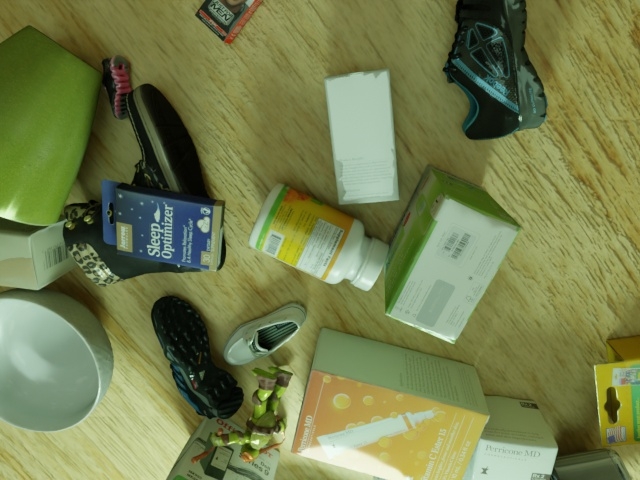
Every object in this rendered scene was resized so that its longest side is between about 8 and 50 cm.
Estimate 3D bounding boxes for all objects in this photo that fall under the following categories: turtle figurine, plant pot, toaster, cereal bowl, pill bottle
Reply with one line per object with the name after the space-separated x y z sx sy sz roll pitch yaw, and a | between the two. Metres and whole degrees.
-0.138 0.388 1.031 0.087 0.270 0.217 17 90 42 | turtle figurine
-0.540 -0.224 0.870 0.275 0.275 0.293 33 93 -4 | plant pot
0.548 0.509 0.991 0.147 0.129 0.227 -18 140 7 | toaster
-0.620 0.251 1.078 0.339 0.141 0.338 2 109 6 | cereal bowl
0.000 0.000 0.918 0.246 0.136 0.136 25 109 -2 | pill bottle

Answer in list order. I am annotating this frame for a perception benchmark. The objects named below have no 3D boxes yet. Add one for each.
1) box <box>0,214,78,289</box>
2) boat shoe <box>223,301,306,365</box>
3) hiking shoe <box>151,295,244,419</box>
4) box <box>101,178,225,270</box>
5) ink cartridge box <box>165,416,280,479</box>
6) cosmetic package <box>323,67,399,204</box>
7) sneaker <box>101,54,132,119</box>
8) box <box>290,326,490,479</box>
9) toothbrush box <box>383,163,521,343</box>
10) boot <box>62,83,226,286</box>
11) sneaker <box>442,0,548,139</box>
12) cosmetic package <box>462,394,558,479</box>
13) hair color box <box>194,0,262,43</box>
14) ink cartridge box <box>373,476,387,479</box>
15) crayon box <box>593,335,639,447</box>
-0.700 0.008 1.008 0.311 0.148 0.121 6 109 7 | box
-0.132 0.210 1.036 0.226 0.076 0.083 -39 99 17 | boat shoe
-0.300 0.271 1.061 0.132 0.113 0.304 -27 92 38 | hiking shoe
-0.293 -0.026 0.872 0.226 0.036 0.136 10 117 0 | box
-0.227 0.545 1.049 0.211 0.289 0.121 35 106 -5 | ink cartridge box
0.079 -0.187 0.876 0.118 0.085 0.230 -4 106 8 | cosmetic package
-0.399 -0.296 0.927 0.057 0.047 0.119 10 108 24 | sneaker
0.136 0.351 1.000 0.346 0.168 0.214 14 109 3 | box
0.203 0.005 0.816 0.122 0.283 0.206 24 110 0 | toothbrush box
-0.373 -0.086 0.944 0.284 0.138 0.377 -14 111 11 | boot
0.263 -0.330 0.783 0.140 0.125 0.340 -17 103 17 | sneaker
0.382 0.448 1.008 0.151 0.151 0.183 5 108 5 | cosmetic package
-0.149 -0.429 0.845 0.072 0.043 0.141 41 108 -6 | hair color box
0.178 0.550 1.094 0.180 0.104 0.060 44 109 -7 | ink cartridge box
0.707 0.287 0.951 0.323 0.083 0.203 -11 106 10 | crayon box
